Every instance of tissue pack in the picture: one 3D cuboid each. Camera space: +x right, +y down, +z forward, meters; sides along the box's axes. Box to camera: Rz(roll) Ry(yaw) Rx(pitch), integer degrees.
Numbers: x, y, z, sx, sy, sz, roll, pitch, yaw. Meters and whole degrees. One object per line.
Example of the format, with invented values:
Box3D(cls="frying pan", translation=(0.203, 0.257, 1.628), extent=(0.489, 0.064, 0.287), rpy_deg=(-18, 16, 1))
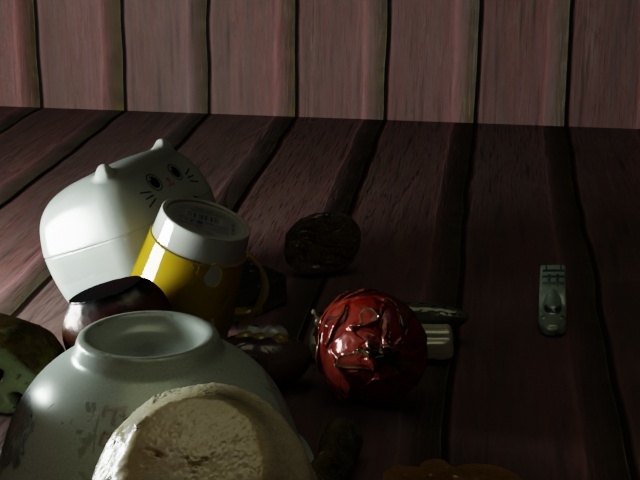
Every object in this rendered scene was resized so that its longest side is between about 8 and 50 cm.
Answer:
Box3D(cls="tissue pack", translation=(-0.332, -0.030, 2.380), extent=(0.229, 0.236, 0.333), rpy_deg=(-17, 9, 26))

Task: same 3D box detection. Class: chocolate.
Box3D(cls="chocolate", translation=(-0.294, 0.142, 2.015), extent=(0.176, 0.177, 0.177), rpy_deg=(0, 18, 0))

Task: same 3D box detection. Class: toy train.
Box3D(cls="toy train", translation=(0.401, 0.102, 2.349), extent=(0.052, 0.051, 0.234), rpy_deg=(-1, 17, 11))

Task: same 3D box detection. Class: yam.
Box3D(cls="yam", translation=(0.006, 0.297, 1.709), extent=(0.061, 0.061, 0.253), rpy_deg=(4, 18, 11))

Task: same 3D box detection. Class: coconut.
Box3D(cls="coconut", translation=(-0.115, 0.288, 1.446), extent=(0.237, 0.266, 0.237), rpy_deg=(-4, 52, 6))

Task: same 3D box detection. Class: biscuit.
Box3D(cls="biscuit", translation=(0.169, 0.313, 1.715), extent=(0.184, 0.027, 0.133), rpy_deg=(-4, 17, -18))

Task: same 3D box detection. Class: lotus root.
Box3D(cls="lotus root", translation=(-0.476, 0.181, 1.970), extent=(0.234, 0.138, 0.119), rpy_deg=(8, 28, 8))

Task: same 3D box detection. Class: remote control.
Box3D(cls="remote control", translation=(0.096, 0.159, 2.163), extent=(0.230, 0.049, 0.090), rpy_deg=(-1, 15, 1))

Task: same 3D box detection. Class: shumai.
Box3D(cls="shumai", translation=(-0.006, 0.005, 2.548), extent=(0.139, 0.123, 0.105), rpy_deg=(-25, 17, -27))

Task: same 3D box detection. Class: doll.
Box3D(cls="doll", translation=(-0.090, 0.168, 2.068), extent=(0.145, 0.096, 0.188), rpy_deg=(5, 7, -9))

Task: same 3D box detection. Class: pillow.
Box3D(cls="pillow", translation=(0.121, 0.129, 2.237), extent=(0.241, 0.051, 0.093), rpy_deg=(1, -22, 2))

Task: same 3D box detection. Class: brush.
Box3D(cls="brush", translation=(-0.158, 0.091, 2.353), extent=(0.123, 0.059, 0.197), rpy_deg=(16, 24, 36))

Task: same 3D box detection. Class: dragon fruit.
Box3D(cls="dragon fruit", translation=(0.072, 0.158, 1.976), extent=(0.172, 0.172, 0.209), rpy_deg=(-6, 18, -20))

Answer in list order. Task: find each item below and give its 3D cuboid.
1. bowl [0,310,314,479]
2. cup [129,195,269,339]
Box3D(cls="bowl", translation=(-0.218, 0.210, 1.755), extent=(0.434, 0.196, 0.435), rpy_deg=(0, 17, 0))
Box3D(cls="cup", translation=(-0.186, 0.063, 2.153), extent=(0.241, 0.226, 0.185), rpy_deg=(5, 26, -30))
